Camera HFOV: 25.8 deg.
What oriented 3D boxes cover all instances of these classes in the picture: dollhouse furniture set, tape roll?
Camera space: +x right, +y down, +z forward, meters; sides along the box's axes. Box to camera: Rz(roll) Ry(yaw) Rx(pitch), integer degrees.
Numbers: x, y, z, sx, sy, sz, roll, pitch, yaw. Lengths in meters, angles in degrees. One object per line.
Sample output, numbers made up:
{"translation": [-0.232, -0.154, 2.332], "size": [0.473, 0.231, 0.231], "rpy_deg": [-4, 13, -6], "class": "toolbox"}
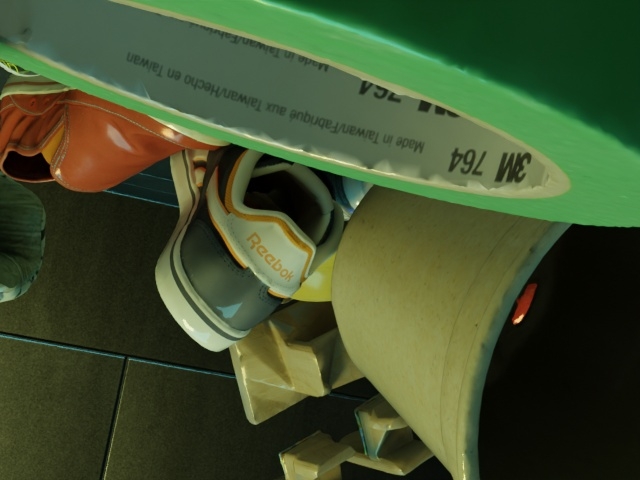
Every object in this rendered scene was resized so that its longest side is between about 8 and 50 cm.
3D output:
{"translation": [0.025, 0.104, 1.842], "size": [0.394, 0.362, 0.256], "rpy_deg": [-24, -161, -37], "class": "dollhouse furniture set"}
{"translation": [-0.014, -0.086, 0.511], "size": [0.321, 0.077, 0.321], "rpy_deg": [17, 177, 1], "class": "tape roll"}

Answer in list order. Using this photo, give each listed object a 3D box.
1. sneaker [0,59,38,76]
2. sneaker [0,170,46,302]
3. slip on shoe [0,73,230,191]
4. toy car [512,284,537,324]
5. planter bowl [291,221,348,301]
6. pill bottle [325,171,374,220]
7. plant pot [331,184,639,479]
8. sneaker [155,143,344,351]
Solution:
{"translation": [-0.225, -0.140, 1.021], "size": [0.083, 0.031, 0.035], "rpy_deg": [14, 176, -39], "class": "sneaker"}
{"translation": [-0.222, -0.086, 0.434], "size": [0.182, 0.158, 0.410], "rpy_deg": [3, 156, 26], "class": "sneaker"}
{"translation": [-0.180, -0.088, 1.185], "size": [0.123, 0.101, 0.331], "rpy_deg": [16, 174, -38], "class": "slip on shoe"}
{"translation": [0.158, 0.017, 1.506], "size": [0.210, 0.219, 0.238], "rpy_deg": [10, 148, 39], "class": "toy car"}
{"translation": [0.000, 0.000, 1.366], "size": [0.217, 0.090, 0.217], "rpy_deg": [-3, -156, 1], "class": "planter bowl"}
{"translation": [0.043, -0.054, 1.188], "size": [0.078, 0.078, 0.137], "rpy_deg": [13, 177, -23], "class": "pill bottle"}
{"translation": [0.171, 0.061, 1.021], "size": [0.334, 0.333, 0.305], "rpy_deg": [13, -172, -28], "class": "plant pot"}
{"translation": [-0.049, -0.035, 1.162], "size": [0.126, 0.127, 0.321], "rpy_deg": [45, -161, -23], "class": "sneaker"}
